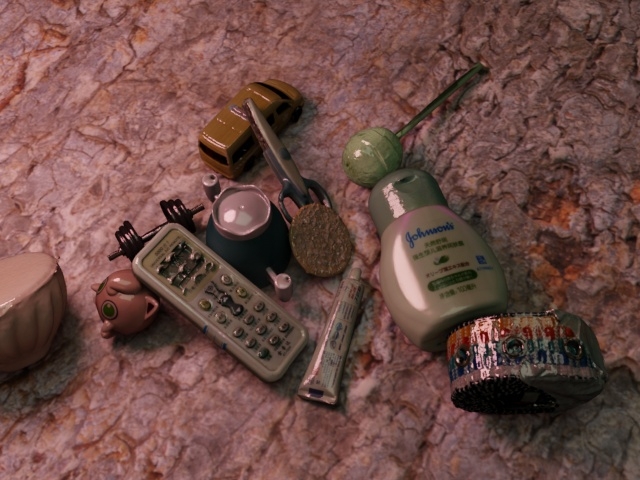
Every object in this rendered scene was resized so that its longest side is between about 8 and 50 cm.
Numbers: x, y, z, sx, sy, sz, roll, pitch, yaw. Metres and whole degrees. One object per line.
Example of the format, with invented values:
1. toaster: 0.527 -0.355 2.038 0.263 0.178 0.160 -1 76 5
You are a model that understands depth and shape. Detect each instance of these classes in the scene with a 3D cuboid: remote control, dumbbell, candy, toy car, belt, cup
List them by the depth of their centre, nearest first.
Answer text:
1. belt: 0.343 0.207 1.408 0.257 0.207 0.150 -5 62 9
2. remote control: -0.180 0.113 1.514 0.335 0.065 0.128 40 62 0
3. cup: -0.139 -0.016 1.577 0.167 0.173 0.300 -30 62 -16
4. dumbbell: -0.318 -0.017 1.628 0.208 0.099 0.099 -30 63 -14
5. toy car: -0.141 -0.252 1.744 0.101 0.124 0.257 33 67 18
6. candy: 0.210 -0.258 1.757 0.119 0.119 0.440 38 61 21

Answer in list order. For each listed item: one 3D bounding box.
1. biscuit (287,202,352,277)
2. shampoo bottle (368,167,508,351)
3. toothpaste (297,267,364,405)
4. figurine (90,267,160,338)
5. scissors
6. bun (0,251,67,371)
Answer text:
1. biscuit: 0.000 0.000 1.605 0.152 0.020 0.152 15 64 -34
2. shampoo bottle: 0.199 0.020 1.556 0.221 0.151 0.350 -17 60 -6
3. toothpaste: 0.032 0.169 1.535 0.069 0.047 0.268 22 64 -7
4. figurine: -0.355 0.110 1.540 0.138 0.125 0.125 -38 57 25
5. scissors: -0.076 -0.153 1.651 0.138 0.041 0.289 -27 87 -48
6. bun: -0.565 0.151 1.514 0.263 0.175 0.263 -15 23 7
